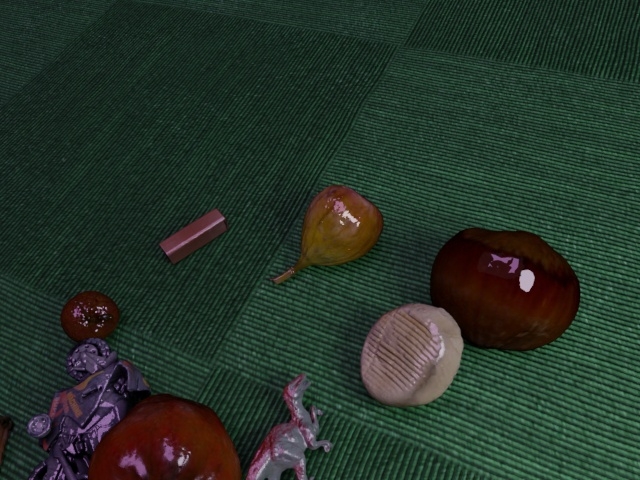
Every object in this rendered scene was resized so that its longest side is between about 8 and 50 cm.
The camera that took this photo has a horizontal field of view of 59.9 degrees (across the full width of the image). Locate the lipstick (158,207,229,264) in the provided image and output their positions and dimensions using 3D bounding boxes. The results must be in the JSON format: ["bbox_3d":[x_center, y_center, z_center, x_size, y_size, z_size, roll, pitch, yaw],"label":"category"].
[{"bbox_3d":[-0.271,-0.010,1.199,0.145,0.045,0.045,-34,59,-16],"label":"lipstick"}]

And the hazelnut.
[{"bbox_3d":[0.317,0.087,0.951,0.252,0.217,0.217,16,56,-9],"label":"hazelnut"}]

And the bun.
[{"bbox_3d":[0.155,0.193,0.930,0.164,0.111,0.188,28,92,48],"label":"bun"}]

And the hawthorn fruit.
[{"bbox_3d":[-0.232,0.337,0.855,0.224,0.224,0.261,-18,21,-4],"label":"hawthorn fruit"}]

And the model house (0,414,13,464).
[{"bbox_3d":[-0.658,0.356,0.923,0.183,0.172,0.166,-8,55,4],"label":"model house"}]

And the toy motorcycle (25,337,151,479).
[{"bbox_3d":[-0.389,0.310,0.956,0.174,0.108,0.307,0,57,2],"label":"toy motorcycle"}]

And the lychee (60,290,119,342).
[{"bbox_3d":[-0.447,0.150,1.069,0.101,0.114,0.140,-59,32,2],"label":"lychee"}]

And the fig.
[{"bbox_3d":[0.000,0.000,1.110,0.257,0.159,0.159,-41,57,1],"label":"fig"}]

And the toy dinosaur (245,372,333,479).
[{"bbox_3d":[-0.073,0.344,0.880,0.242,0.053,0.167,-29,85,-32],"label":"toy dinosaur"}]
